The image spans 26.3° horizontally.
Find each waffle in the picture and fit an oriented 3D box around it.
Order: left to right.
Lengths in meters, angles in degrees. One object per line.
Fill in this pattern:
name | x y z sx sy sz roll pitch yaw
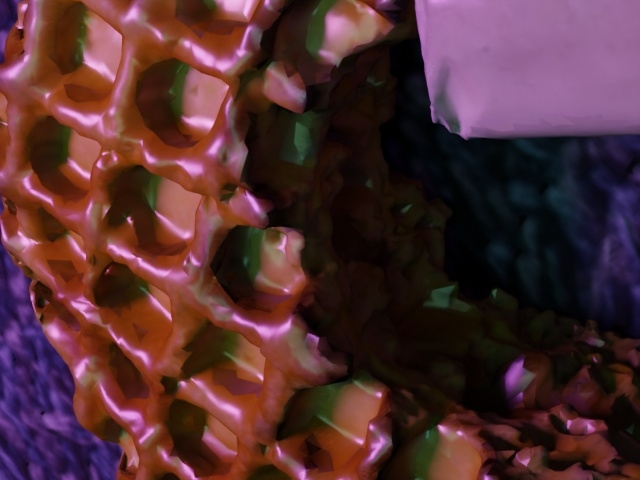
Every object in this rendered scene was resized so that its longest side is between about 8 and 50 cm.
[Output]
waffle | 0.000 0.000 0.564 0.261 0.151 0.324 -14 100 31

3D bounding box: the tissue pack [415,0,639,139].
tissue pack | 0.209 -0.187 0.320 0.380 0.207 0.297 -2 107 32
